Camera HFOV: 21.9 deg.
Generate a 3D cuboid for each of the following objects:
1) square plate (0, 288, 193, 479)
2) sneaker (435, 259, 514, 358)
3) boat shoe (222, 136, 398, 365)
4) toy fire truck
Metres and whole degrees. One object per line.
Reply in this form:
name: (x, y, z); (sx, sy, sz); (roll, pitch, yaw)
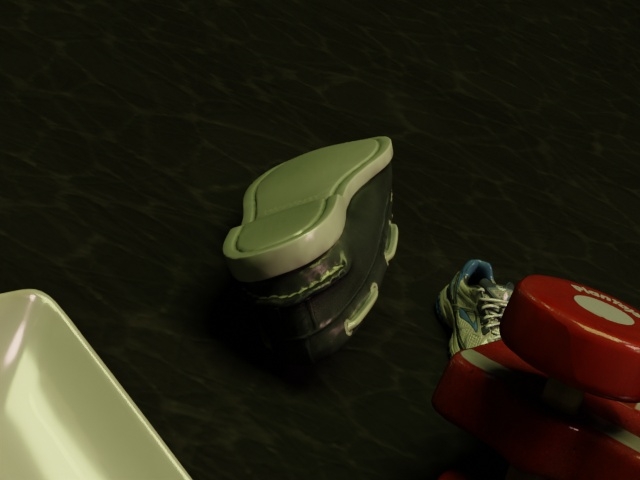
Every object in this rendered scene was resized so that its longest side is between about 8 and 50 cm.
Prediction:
square plate: (-0.136, 0.182, 0.631); (0.347, 0.049, 0.344); (51, 31, 17)
sneaker: (0.124, 0.059, 1.232); (0.052, 0.058, 0.135); (15, 26, -25)
boat shoe: (0.000, 0.000, 1.196); (0.114, 0.091, 0.302); (-14, 15, 20)
toy fire truck: (0.221, 0.135, 1.011); (0.302, 0.169, 0.254); (26, 15, 22)
